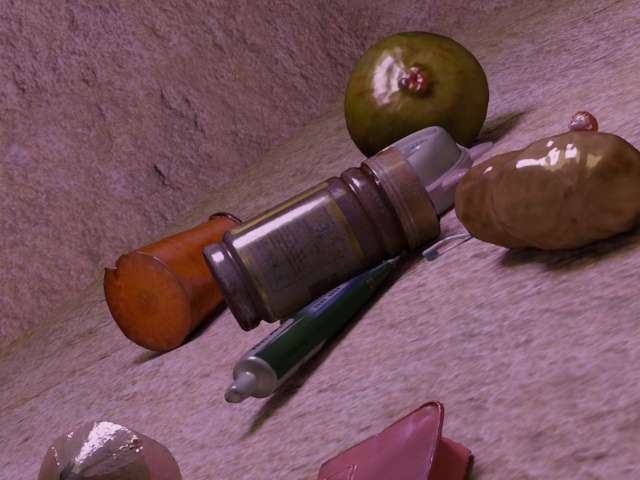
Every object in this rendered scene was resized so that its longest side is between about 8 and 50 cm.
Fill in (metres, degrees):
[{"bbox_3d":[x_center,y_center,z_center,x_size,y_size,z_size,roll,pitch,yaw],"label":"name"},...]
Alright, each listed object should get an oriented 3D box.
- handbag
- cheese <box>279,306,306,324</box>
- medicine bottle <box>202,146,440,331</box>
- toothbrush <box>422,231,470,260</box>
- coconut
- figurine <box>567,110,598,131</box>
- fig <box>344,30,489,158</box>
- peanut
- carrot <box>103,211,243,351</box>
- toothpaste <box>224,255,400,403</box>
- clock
[{"bbox_3d":[0.039,0.229,1.111,0.157,0.059,0.212,-28,12,23],"label":"handbag"},{"bbox_3d":[-0.013,0.068,2.048,0.092,0.047,0.171,-18,19,42],"label":"cheese"},{"bbox_3d":[0.000,0.000,1.932,0.323,0.151,0.151,-27,9,-7],"label":"medicine bottle"},{"bbox_3d":[0.213,-0.016,1.841,0.162,0.017,0.014,-31,10,15],"label":"toothbrush"},{"bbox_3d":[-0.234,0.272,1.450,0.147,0.147,0.152,-32,-24,5],"label":"coconut"},{"bbox_3d":[0.361,-0.140,1.895,0.064,0.047,0.109,-8,35,51],"label":"figurine"},{"bbox_3d":[0.166,-0.237,2.422,0.258,0.258,0.326,-36,-6,-14],"label":"fig"},{"bbox_3d":[0.258,-0.055,1.548,0.148,0.147,0.319,-37,14,-22],"label":"peanut"},{"bbox_3d":[-0.248,0.068,2.433,0.196,0.196,0.254,-25,5,37],"label":"carrot"},{"bbox_3d":[-0.012,0.116,1.772,0.099,0.061,0.392,-35,2,39],"label":"toothpaste"},{"bbox_3d":[0.126,-0.086,2.172,0.324,0.108,0.265,-26,12,32],"label":"clock"}]
